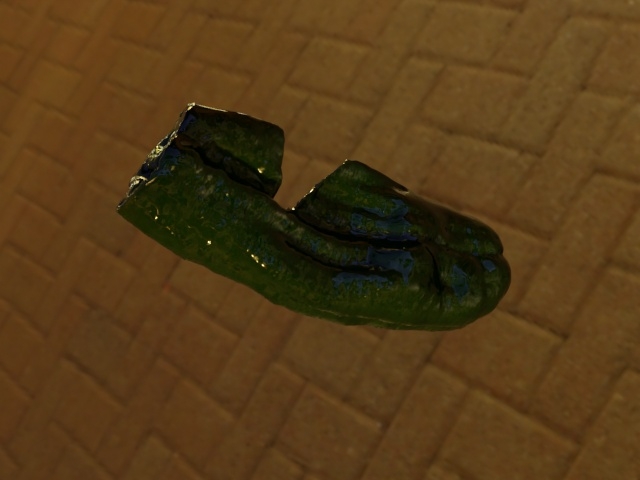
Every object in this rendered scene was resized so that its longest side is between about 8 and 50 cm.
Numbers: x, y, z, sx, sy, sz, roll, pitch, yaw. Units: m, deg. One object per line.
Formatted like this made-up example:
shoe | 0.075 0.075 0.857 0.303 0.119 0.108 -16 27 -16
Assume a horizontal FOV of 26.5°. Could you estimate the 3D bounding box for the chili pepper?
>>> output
chili pepper | 0.000 -0.001 0.821 0.083 0.253 0.099 -23 53 55
